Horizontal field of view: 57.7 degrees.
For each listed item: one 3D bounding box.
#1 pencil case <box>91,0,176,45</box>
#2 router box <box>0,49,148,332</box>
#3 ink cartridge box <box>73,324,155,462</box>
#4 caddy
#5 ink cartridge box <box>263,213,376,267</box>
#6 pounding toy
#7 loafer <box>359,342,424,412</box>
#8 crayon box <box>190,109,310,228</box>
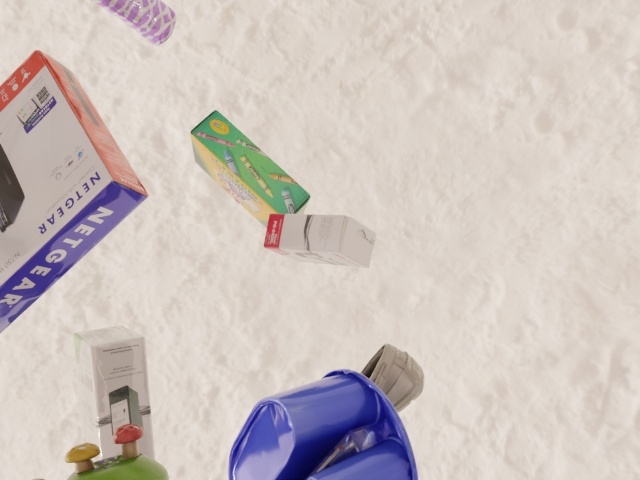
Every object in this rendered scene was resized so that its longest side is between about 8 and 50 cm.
[{"bbox_3d":[-0.369,-0.447,1.085,0.088,0.206,0.086,-15,64,34],"label":"pencil case"},{"bbox_3d":[-0.469,-0.077,0.903,0.335,0.082,0.301,-41,65,8],"label":"router box"},{"bbox_3d":[-0.481,0.359,1.345,0.122,0.211,0.289,-6,95,-33],"label":"ink cartridge box"},{"bbox_3d":[0.006,0.338,0.832,0.241,0.179,0.341,60,139,33],"label":"caddy"},{"bbox_3d":[0.000,0.000,0.962,0.150,0.109,0.063,4,77,33],"label":"ink cartridge box"},{"bbox_3d":[-0.374,0.377,0.975,0.237,0.183,0.110,-15,83,29],"label":"pounding toy"},{"bbox_3d":[0.045,0.312,1.063,0.111,0.112,0.319,43,99,-11],"label":"loafer"},{"bbox_3d":[-0.155,-0.137,1.275,0.278,0.165,0.081,43,74,4],"label":"crayon box"}]
